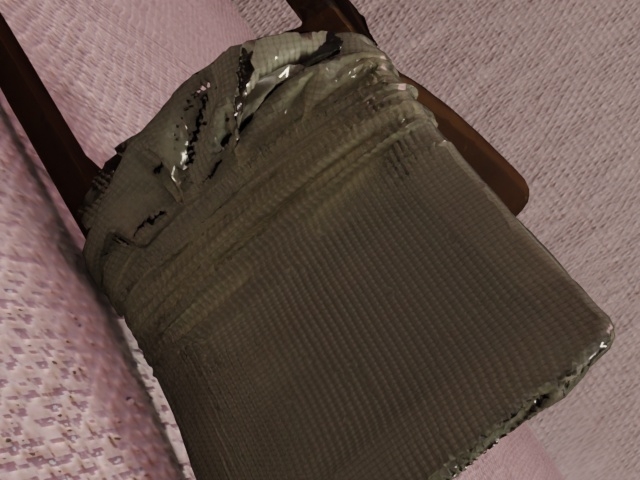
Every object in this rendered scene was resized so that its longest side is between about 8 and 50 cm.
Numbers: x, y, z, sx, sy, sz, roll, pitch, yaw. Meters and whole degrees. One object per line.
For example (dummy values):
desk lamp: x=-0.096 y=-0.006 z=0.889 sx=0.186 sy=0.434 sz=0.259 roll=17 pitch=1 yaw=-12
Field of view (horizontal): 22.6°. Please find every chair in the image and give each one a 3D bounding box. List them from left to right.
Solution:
chair: x=0.000 y=0.000 z=0.636 sx=0.319 sy=0.160 sz=0.186 roll=55 pitch=7 yaw=35
